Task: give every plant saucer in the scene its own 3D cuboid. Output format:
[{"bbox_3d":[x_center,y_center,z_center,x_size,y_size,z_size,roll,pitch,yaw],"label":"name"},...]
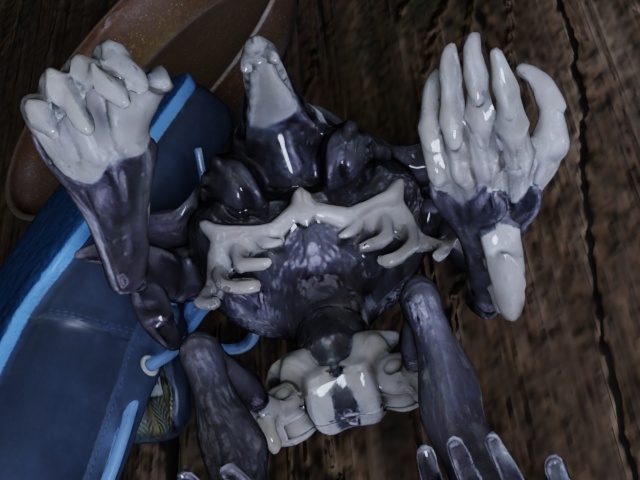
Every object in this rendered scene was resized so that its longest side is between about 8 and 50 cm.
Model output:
[{"bbox_3d":[-0.076,-0.080,0.917,0.198,0.036,0.198,-36,29,24],"label":"plant saucer"}]

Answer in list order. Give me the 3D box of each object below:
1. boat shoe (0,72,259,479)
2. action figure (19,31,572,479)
[{"bbox_3d":[-0.093,0.055,0.713,0.109,0.089,0.258,-20,38,60],"label":"boat shoe"},{"bbox_3d":[0.000,0.000,0.565,0.164,0.141,0.275,-10,34,-4],"label":"action figure"}]
